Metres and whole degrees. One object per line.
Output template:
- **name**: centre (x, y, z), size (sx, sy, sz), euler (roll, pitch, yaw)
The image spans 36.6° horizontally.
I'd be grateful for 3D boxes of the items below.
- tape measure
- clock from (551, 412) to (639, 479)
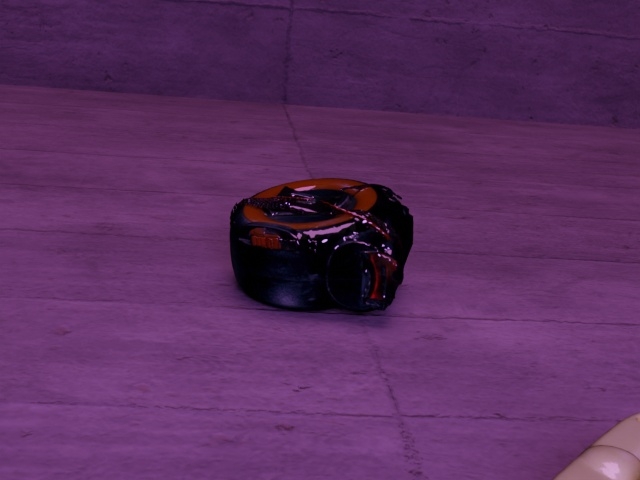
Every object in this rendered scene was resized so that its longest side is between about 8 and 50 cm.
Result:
- **tape measure**: centre (0.000, 0.000, 1.145), size (0.223, 0.135, 0.202), euler (3, 25, 12)
- **clock**: centre (0.291, 0.216, 0.580), size (0.308, 0.096, 0.235), euler (17, 20, 34)
